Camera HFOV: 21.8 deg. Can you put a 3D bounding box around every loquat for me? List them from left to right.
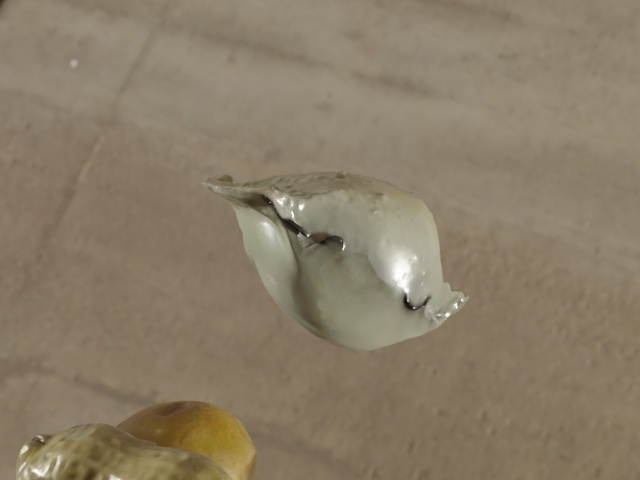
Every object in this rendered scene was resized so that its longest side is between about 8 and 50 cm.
[{"bbox_3d":[-0.162,0.294,1.979,0.213,0.213,0.213,19,-27,10],"label":"loquat"}]

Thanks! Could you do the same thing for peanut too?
[{"bbox_3d":[-0.200,0.259,1.697,0.290,0.130,0.130,14,-27,37],"label":"peanut"}]

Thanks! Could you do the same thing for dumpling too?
[{"bbox_3d":[0.004,-0.003,1.568,0.227,0.175,0.243,24,-36,56],"label":"dumpling"}]
